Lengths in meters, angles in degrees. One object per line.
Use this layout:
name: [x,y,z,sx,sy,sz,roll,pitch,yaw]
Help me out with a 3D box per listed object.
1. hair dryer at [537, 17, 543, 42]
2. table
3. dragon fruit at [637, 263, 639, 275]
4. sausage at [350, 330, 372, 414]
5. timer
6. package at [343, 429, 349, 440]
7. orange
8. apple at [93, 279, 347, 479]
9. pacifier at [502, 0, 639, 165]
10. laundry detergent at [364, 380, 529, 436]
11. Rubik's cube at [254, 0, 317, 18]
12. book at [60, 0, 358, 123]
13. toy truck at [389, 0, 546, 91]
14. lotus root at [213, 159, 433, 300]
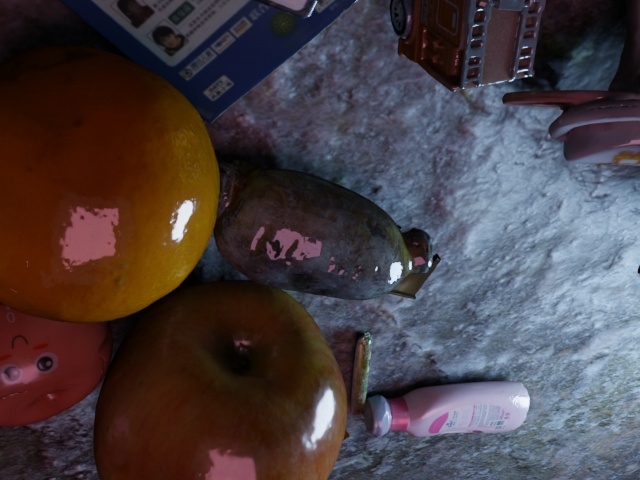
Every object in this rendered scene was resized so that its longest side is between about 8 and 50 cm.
hair dryer: [0.232,-0.306,0.879,0.071,0.047,0.150,-11,129,-2]
table: [0.132,0.032,1.156,0.070,0.083,0.082,15,122,-31]
dragon fruit: [0.651,-0.028,1.125,0.330,0.240,0.302,-24,117,-1]
sausage: [0.077,0.263,1.403,0.033,0.033,0.269,-6,135,-9]
timer: [-0.408,0.135,0.999,0.229,0.215,0.229,-25,164,-8]
package: [-0.008,0.385,1.492,0.071,0.047,0.131,-41,131,21]
orange: [-0.264,-0.061,0.809,0.312,0.312,0.312,-7,135,-8]
apple: [-0.145,0.252,1.086,0.391,0.391,0.346,-2,139,-13]
pacifier: [0.399,-0.195,0.901,0.332,0.273,0.220,3,153,7]
laundry detergent: [0.258,0.355,1.505,0.335,0.088,0.159,-1,134,-12]
Rubik's cube: [-0.079,-0.341,0.591,0.207,0.205,0.205,12,125,-26]
book: [-0.160,-0.336,0.743,0.300,0.039,0.428,-35,132,18]
toy truck: [0.164,-0.314,0.739,0.136,0.162,0.305,-13,131,-13]
lotus root: [-0.001,0.002,1.021,0.349,0.175,0.175,18,128,-18]
